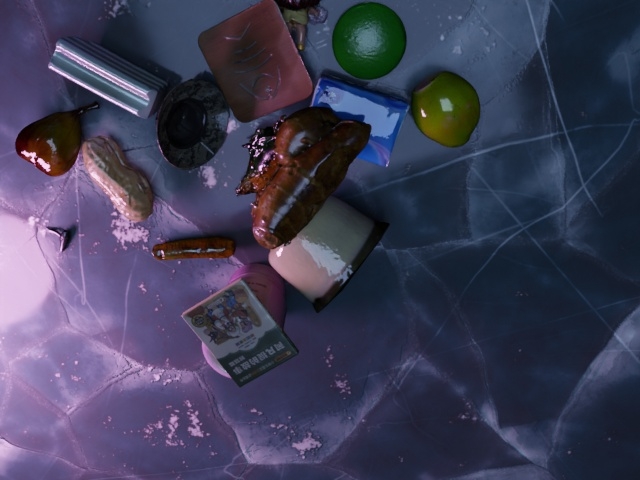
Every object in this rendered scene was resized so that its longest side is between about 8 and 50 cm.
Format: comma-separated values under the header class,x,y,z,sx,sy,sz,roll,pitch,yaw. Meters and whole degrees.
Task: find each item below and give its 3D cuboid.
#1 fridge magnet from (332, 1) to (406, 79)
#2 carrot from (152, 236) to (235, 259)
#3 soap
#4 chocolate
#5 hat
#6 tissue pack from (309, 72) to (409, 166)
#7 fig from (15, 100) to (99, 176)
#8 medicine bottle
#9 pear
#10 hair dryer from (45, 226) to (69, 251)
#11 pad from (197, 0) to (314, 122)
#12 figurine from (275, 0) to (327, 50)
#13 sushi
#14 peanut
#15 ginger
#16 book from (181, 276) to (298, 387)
class,x,y,z,sx,sy,sz,roll,pitch,yaw
fridge magnet,0.136,-0.555,1.784,0.208,0.088,0.208,1,110,2
carrot,-0.402,0.029,2.034,0.260,0.070,0.070,-5,111,4
soap,-0.585,-0.459,1.794,0.289,0.173,0.095,28,109,-9
chocolate,0.000,0.000,1.906,0.297,0.326,0.314,42,113,4
hat,-0.401,-0.339,1.852,0.128,0.265,0.265,14,117,40
tissue pack,0.094,-0.344,1.834,0.263,0.146,0.198,17,110,-5
fig,-0.759,-0.314,1.882,0.274,0.145,0.170,-44,105,4
medicine bottle,-0.215,0.229,1.932,0.219,0.388,0.219,1,112,2
pear,0.360,-0.366,1.804,0.187,0.187,0.219,-37,107,14
hair dryer,-0.847,-0.012,2.055,0.083,0.031,0.079,29,118,5
pad,-0.183,-0.493,1.795,0.286,0.018,0.284,-14,111,32
figurine,-0.067,-0.643,1.741,0.175,0.116,0.240,3,111,1
sushi,-0.156,-0.250,1.884,0.140,0.149,0.287,17,141,-32
peanut,-0.606,-0.186,1.924,0.130,0.130,0.290,-34,106,13
ginger,-0.065,-0.181,1.701,0.254,0.176,0.418,37,97,29
book,-0.213,0.250,1.718,0.202,0.027,0.264,-31,106,12
